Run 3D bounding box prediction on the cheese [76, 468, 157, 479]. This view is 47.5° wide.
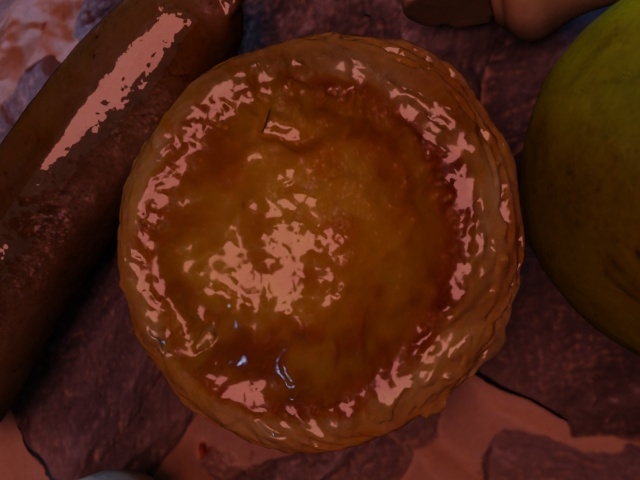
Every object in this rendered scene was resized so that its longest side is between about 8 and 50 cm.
[{"bbox_3d":[-0.191,0.334,0.585,0.251,0.173,0.248,-46,74,6],"label":"cheese"}]

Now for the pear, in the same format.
[{"bbox_3d":[0.259,-0.039,0.389,0.307,0.252,0.253,5,89,49],"label":"pear"}]

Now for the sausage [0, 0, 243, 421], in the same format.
[{"bbox_3d":[-0.233,-0.029,0.632,0.501,0.123,0.136,-53,44,8],"label":"sausage"}]

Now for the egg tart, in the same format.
[{"bbox_3d":[0.000,0.000,0.553,0.318,0.128,0.319,0,91,21],"label":"egg tart"}]

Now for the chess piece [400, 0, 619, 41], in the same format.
[{"bbox_3d":[0.248,-0.200,0.496,0.396,0.117,0.117,-4,86,20],"label":"chess piece"}]
